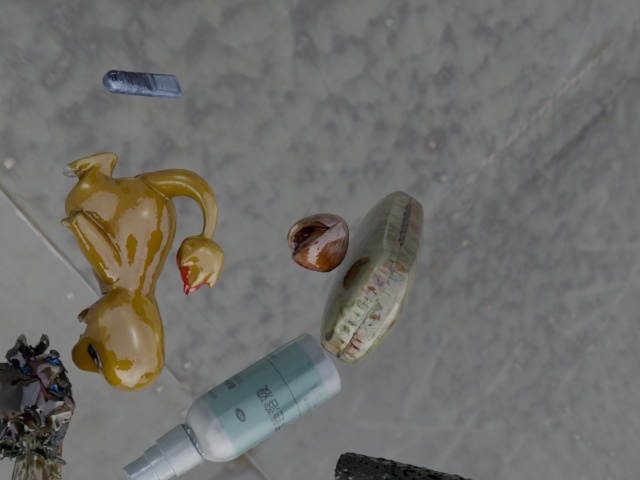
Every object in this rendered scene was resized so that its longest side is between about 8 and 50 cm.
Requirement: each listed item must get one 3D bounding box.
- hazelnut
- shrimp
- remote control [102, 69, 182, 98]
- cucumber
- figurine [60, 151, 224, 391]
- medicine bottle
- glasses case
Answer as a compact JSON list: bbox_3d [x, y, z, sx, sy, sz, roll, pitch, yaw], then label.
[{"bbox_3d":[0.000,0.000,1.212,0.086,0.086,0.086,-26,136,-28],"label":"hazelnut"},{"bbox_3d":[-0.198,0.177,0.671,0.054,0.222,0.290,1,158,-15],"label":"shrimp"},{"bbox_3d":[-0.297,-0.262,1.633,0.027,0.044,0.152,-37,160,35],"label":"remote control"},{"bbox_3d":[0.146,0.350,1.345,0.072,0.300,0.072,-7,99,-53],"label":"cucumber"},{"bbox_3d":[-0.128,0.024,0.728,0.121,0.122,0.176,25,65,-63],"label":"figurine"},{"bbox_3d":[-0.139,0.275,1.500,0.351,0.110,0.110,-30,138,-16],"label":"medicine bottle"},{"bbox_3d":[0.078,0.038,1.353,0.157,0.098,0.425,-57,-178,17],"label":"glasses case"}]
